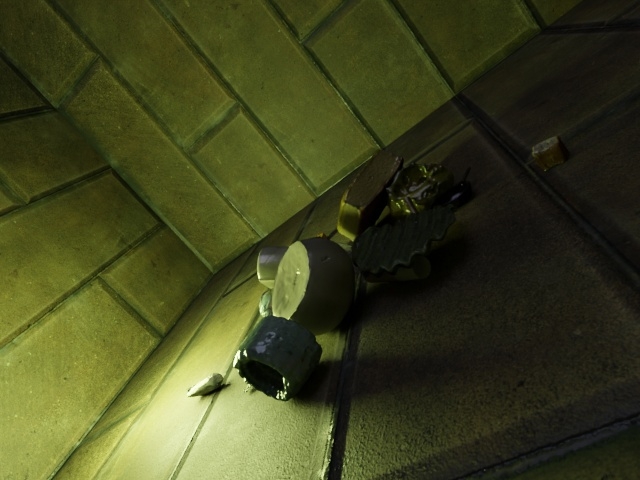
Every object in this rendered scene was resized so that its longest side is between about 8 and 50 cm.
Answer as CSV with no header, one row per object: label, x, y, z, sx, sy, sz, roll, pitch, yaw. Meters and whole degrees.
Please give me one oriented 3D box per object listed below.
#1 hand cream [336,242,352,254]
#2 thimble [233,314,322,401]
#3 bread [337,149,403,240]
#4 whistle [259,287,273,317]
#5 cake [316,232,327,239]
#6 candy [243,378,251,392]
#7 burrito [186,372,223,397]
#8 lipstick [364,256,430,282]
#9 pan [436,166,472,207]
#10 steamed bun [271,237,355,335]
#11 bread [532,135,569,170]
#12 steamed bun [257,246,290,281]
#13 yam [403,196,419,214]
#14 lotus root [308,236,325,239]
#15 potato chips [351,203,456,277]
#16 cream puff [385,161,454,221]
hand cream,0.110,0.037,1.953,0.057,0.037,0.165,-42,21,-9
thimble,-0.122,0.335,1.224,0.250,0.204,0.172,-3,36,41
bread,0.209,-0.182,1.848,0.323,0.143,0.333,-54,-12,-18
whistle,-0.187,0.299,1.736,0.142,0.133,0.346,-33,24,16
cake,0.000,0.000,2.329,0.084,0.044,0.084,-39,14,11
candy,-0.242,0.455,1.508,0.053,0.046,0.182,-39,15,12
burrito,-0.449,0.568,1.687,0.203,0.064,0.064,-34,15,32
lipstick,0.229,0.092,1.338,0.070,0.070,0.254,-47,14,-25
pan,0.500,-0.176,1.513,0.202,0.048,0.128,-43,15,-6
steamed bun,-0.013,0.152,1.406,0.324,0.207,0.324,-44,38,47
bread,0.672,-0.258,1.265,0.083,0.070,0.076,-26,20,39
steamed bun,-0.175,0.108,1.815,0.147,0.164,0.241,-1,-16,7
yam,0.338,-0.092,1.548,0.032,0.145,0.032,-16,-27,-9
lotus root,-0.026,0.105,1.784,0.193,0.193,0.291,-36,17,18
potato chips,0.253,-0.009,1.343,0.359,0.070,0.429,-25,14,23
cream puff,0.370,-0.204,1.677,0.282,0.185,0.282,-37,11,9
